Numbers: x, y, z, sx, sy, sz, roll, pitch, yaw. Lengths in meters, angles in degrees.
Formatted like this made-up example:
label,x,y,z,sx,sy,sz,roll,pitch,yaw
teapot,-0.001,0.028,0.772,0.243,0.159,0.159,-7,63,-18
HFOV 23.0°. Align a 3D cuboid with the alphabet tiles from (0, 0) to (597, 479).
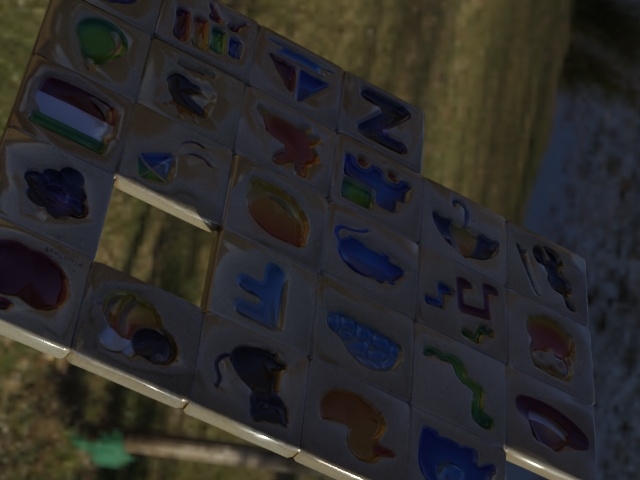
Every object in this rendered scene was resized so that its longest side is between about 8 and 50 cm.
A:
label,x,y,z,sx,sy,sz,roll,pitch,yaw
alphabet tiles,0.000,0.000,0.561,0.009,0.237,0.198,-49,-157,38
